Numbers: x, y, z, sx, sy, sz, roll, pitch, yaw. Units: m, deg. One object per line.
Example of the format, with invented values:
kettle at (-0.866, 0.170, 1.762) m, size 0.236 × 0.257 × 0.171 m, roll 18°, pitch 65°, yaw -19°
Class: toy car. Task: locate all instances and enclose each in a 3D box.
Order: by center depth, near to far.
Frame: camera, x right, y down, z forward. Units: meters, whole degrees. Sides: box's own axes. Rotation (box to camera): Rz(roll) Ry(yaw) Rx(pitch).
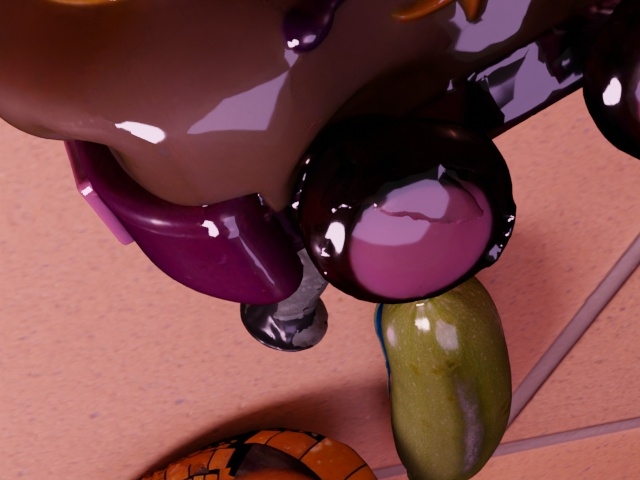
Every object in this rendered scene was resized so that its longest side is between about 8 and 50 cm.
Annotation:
toy car at (0.012, -0.150, 0.664) m, size 0.340 × 0.271 × 0.240 m, roll -31°, pitch 131°, yaw 3°

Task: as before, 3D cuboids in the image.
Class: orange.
orange at (-0.051, 0.241, 1.306) m, size 0.234 × 0.182 × 0.234 m, roll -15°, pitch 137°, yaw -15°

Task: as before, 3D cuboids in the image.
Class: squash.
squash at (0.095, 0.114, 1.298) m, size 0.094 × 0.094 × 0.341 m, roll -21°, pitch 149°, yaw -8°

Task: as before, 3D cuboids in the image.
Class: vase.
vase at (0.000, 0.000, 1.062) m, size 0.059 × 0.059 × 0.167 m, roll -9°, pitch 148°, yaw -27°
